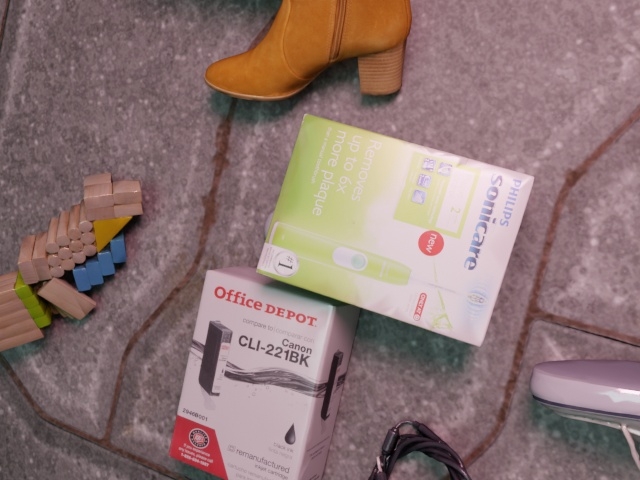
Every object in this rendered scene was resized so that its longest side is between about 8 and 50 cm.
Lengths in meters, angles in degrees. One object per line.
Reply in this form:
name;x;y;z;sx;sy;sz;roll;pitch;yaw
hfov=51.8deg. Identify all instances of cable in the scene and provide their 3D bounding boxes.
cable;0.118;0.316;0.822;0.150;0.047;0.184;-55;31;-2

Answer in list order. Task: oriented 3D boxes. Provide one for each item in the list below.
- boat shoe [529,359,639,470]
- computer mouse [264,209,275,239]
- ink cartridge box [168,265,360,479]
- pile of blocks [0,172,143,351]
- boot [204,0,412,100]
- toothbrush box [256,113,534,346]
boat shoe;0.417;0.230;0.727;0.367;0.136;0.156;6;95;11
computer mouse;0.000;0.000;0.925;0.193;0.042;0.106;11;94;20
ink cartridge box;-0.076;0.188;0.913;0.197;0.114;0.273;14;93;21
pile of blocks;-0.409;0.028;1.063;0.362;0.149;0.112;-39;33;7
boot;-0.029;-0.294;0.853;0.295;0.104;0.211;3;134;13
toothbrush box;0.091;-0.014;0.823;0.283;0.122;0.206;18;91;10
